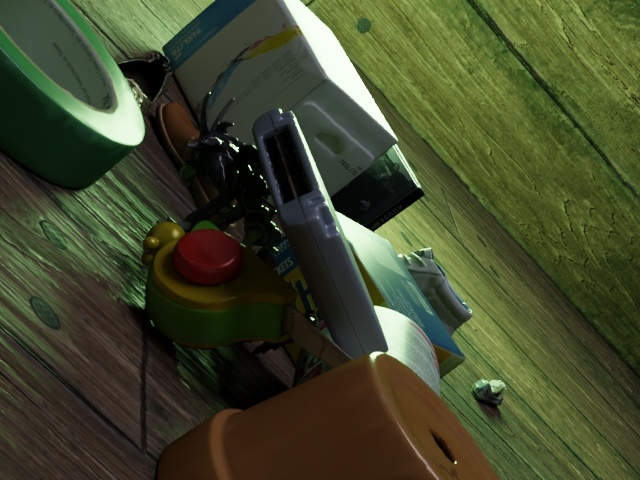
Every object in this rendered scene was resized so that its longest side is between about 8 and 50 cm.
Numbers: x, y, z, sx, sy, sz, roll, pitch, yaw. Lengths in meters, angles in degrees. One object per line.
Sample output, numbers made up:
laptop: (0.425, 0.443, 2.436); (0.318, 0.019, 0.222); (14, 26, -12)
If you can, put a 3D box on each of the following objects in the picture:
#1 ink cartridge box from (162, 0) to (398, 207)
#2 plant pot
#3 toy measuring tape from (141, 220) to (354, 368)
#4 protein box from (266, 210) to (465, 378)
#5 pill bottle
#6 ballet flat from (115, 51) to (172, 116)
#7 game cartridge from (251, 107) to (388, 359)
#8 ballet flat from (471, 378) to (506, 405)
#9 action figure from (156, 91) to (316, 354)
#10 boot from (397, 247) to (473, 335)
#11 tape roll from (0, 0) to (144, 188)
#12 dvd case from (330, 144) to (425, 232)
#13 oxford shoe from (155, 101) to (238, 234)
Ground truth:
ink cartridge box: (-0.059, -0.209, 2.333); (0.198, 0.197, 0.270); (38, 18, -48)
plant pot: (0.031, 0.233, 1.399); (0.291, 0.203, 0.291); (48, 12, -14)
toy measuring tape: (-0.076, 0.083, 1.567); (0.330, 0.121, 0.121); (40, 5, 34)
protein box: (0.042, 0.091, 1.982); (0.200, 0.136, 0.201); (57, 14, 25)
pill bottle: (0.045, 0.183, 1.683); (0.160, 0.160, 0.283); (49, 12, -10)
ballet flat: (-0.227, -0.197, 2.032); (0.084, 0.058, 0.250); (50, 13, -4)
game cartridge: (0.000, 0.000, 1.669); (0.196, 0.060, 0.294); (62, 4, -26)
ballet flat: (0.277, 0.241, 2.607); (0.041, 0.041, 0.114); (56, 13, 21)
action figure: (-0.106, -0.015, 1.776); (0.164, 0.141, 0.275); (15, 53, -66)
boot: (0.111, 0.042, 2.392); (0.258, 0.123, 0.095); (51, 12, -1)
tape roll: (-0.317, -0.200, 1.688); (0.321, 0.077, 0.321); (47, 14, -15)
dvd case: (0.032, -0.098, 2.382); (0.029, 0.179, 0.238); (44, 14, -46)
oxford shoe: (-0.139, -0.106, 2.050); (0.076, 0.076, 0.212); (28, 24, -57)
